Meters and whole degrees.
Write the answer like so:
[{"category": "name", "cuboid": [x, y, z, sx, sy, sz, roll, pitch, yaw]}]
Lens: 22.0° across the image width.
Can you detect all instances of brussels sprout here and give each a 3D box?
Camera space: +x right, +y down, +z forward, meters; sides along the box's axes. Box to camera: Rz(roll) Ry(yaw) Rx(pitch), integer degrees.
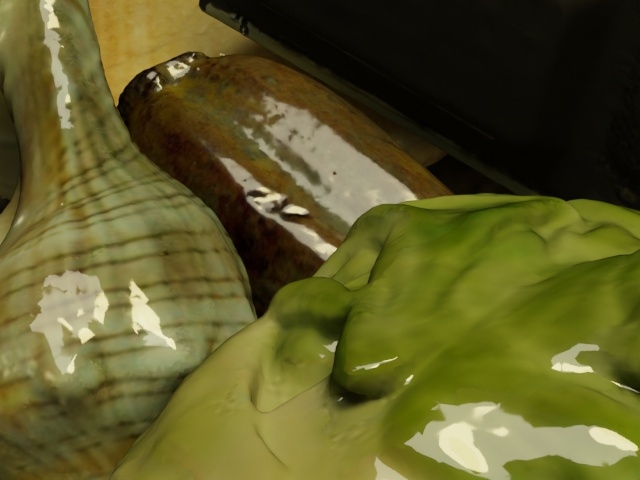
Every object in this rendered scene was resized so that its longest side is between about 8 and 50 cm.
[{"category": "brussels sprout", "cuboid": [0.081, 0.108, 0.599, 0.328, 0.247, 0.328, -12, 10, 2]}]

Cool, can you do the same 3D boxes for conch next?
[{"category": "conch", "cuboid": [-0.129, 0.017, 0.740, 0.203, 0.170, 0.386, -7, 55, -9]}]

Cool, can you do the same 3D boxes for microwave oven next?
[{"category": "microwave oven", "cuboid": [0.152, -0.183, 0.892, 0.355, 0.218, 0.286, 33, 48, 21]}]

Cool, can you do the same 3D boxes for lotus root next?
[{"category": "lotus root", "cuboid": [0.000, 0.000, 0.813, 0.241, 0.123, 0.124, 41, 58, 21]}]

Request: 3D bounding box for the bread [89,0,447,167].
[{"category": "bread", "cuboid": [-0.041, -0.109, 1.012, 0.316, 0.054, 0.316, -3, 40, 2]}]
